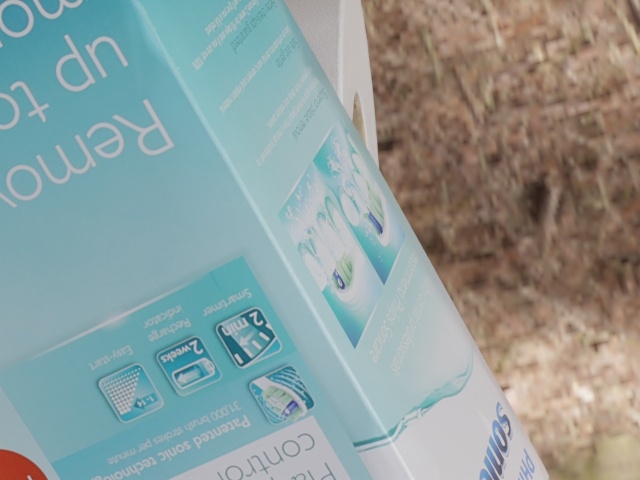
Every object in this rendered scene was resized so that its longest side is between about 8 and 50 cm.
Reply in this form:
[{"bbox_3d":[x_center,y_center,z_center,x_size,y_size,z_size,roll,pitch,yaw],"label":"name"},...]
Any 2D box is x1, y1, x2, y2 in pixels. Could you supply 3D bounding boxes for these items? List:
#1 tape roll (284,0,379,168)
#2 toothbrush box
[{"bbox_3d":[0.000,0.000,1.406,0.072,0.392,0.392,-2,128,6],"label":"tape roll"},{"bbox_3d":[-0.090,0.024,0.640,0.216,0.126,0.295,-24,105,19],"label":"toothbrush box"}]
